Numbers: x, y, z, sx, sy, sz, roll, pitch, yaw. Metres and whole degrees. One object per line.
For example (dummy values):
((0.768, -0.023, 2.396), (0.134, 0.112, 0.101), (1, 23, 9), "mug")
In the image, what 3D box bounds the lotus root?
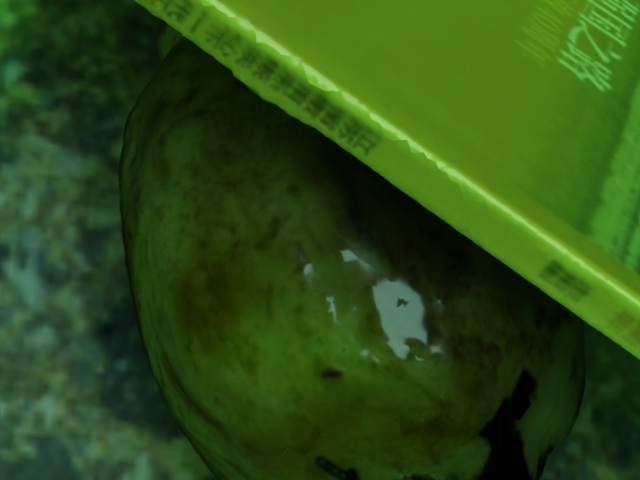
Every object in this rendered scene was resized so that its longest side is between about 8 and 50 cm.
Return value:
((0.000, 0.000, 0.595), (0.138, 0.138, 0.214), (-23, 69, -22), "lotus root")

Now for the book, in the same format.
((0.046, -0.089, 0.609), (0.374, 0.028, 0.262), (36, 31, -2), "book")
